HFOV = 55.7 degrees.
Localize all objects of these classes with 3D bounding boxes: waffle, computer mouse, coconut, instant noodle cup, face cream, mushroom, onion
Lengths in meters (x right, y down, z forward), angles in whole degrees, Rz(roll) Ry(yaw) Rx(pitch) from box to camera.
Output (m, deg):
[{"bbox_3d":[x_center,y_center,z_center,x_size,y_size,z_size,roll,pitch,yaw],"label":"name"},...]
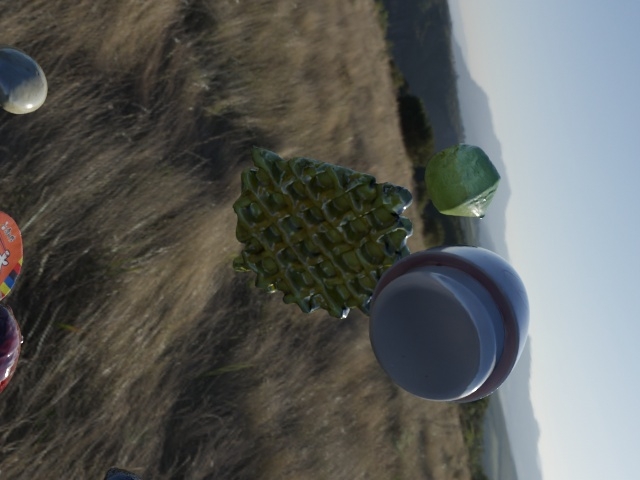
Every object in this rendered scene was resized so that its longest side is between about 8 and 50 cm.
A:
[{"bbox_3d":[0.001,-0.001,0.724,0.054,0.223,0.204,-58,162,-59],"label":"waffle"},{"bbox_3d":[-0.427,0.616,1.406,0.122,0.073,0.217,-100,170,-69],"label":"computer mouse"},{"bbox_3d":[0.174,-0.069,0.738,0.096,0.087,0.088,62,17,-2],"label":"coconut"},{"bbox_3d":[-0.918,0.036,1.533,0.250,0.192,0.251,6,90,-78],"label":"instant noodle cup"},{"bbox_3d":[0.081,0.046,0.368,0.095,0.091,0.091,-19,98,-56],"label":"face cream"},{"bbox_3d":[-0.380,-0.190,0.732,0.085,0.079,0.085,45,35,-45],"label":"mushroom"},{"bbox_3d":[-0.590,0.211,1.064,0.151,0.098,0.206,-69,-176,-64],"label":"onion"}]
